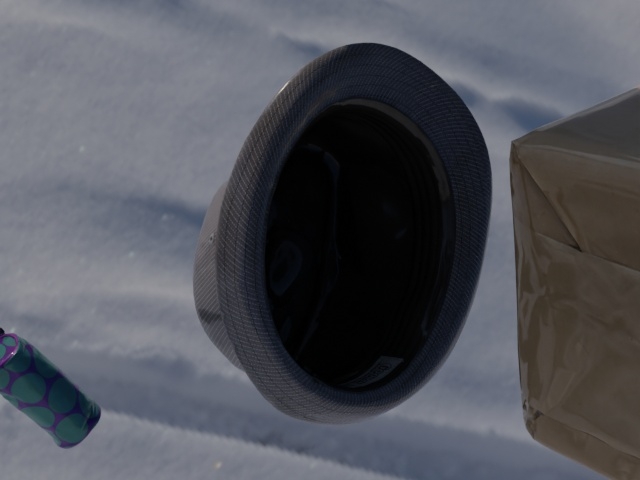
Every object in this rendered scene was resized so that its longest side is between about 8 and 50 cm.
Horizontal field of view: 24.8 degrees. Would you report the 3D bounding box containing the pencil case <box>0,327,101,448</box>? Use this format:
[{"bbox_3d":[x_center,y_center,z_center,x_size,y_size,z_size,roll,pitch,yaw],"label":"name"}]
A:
[{"bbox_3d":[-0.307,0.163,1.575,0.152,0.070,0.065,49,41,-36],"label":"pencil case"}]

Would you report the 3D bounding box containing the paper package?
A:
[{"bbox_3d":[0.296,0.016,0.663,0.324,0.168,0.309,-24,33,-38],"label":"paper package"}]

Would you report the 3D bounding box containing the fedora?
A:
[{"bbox_3d":[0.000,0.000,1.073,0.243,0.124,0.276,28,70,-37],"label":"fedora"}]
